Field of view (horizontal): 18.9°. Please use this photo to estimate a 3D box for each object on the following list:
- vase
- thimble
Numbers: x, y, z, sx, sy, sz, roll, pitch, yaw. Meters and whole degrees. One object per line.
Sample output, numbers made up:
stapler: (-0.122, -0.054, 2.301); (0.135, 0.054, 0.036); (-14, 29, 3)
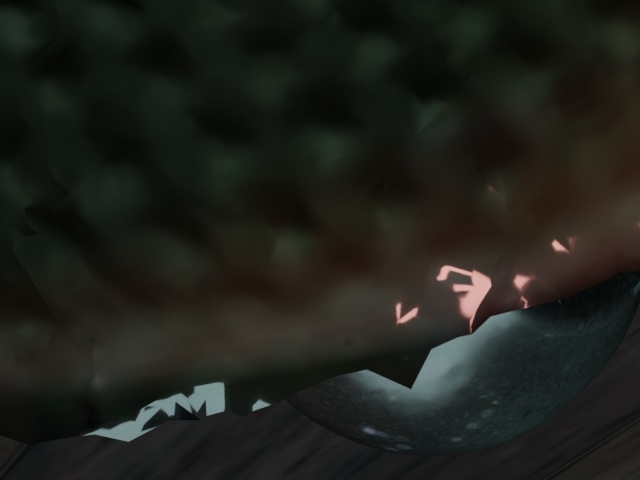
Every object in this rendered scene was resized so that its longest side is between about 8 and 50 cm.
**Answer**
vase: (0.000, 0.000, 0.508); (0.120, 0.120, 0.183); (13, 163, -35)
thimble: (-0.040, -0.087, 0.251); (0.270, 0.150, 0.271); (-5, 154, -2)
